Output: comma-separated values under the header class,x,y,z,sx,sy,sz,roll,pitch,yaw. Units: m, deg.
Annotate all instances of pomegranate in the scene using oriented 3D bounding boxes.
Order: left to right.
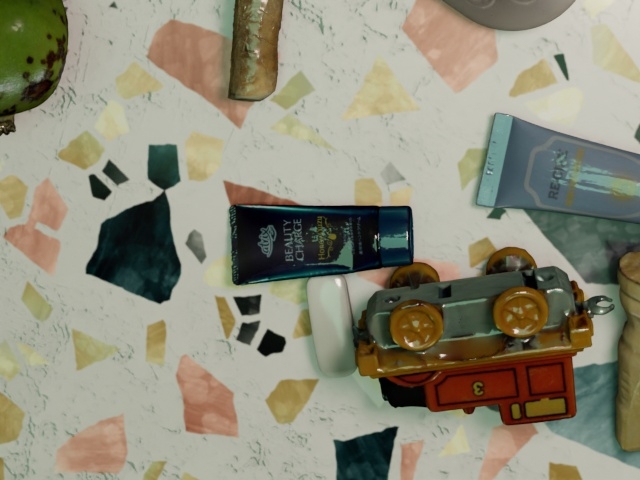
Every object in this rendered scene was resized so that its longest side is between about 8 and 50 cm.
class,x,y,z,sx,sy,sz,roll,pitch,yaw
pomegranate,-0.466,-0.264,1.592,0.254,0.254,0.270,-5,112,8

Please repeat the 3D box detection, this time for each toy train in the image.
class,x,y,z,sx,sy,sz,roll,pitch,yaw
toy train,0.232,0.146,1.643,0.369,0.163,0.231,-8,110,8

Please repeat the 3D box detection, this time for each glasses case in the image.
class,x,y,z,sx,sy,sz,roll,pitch,yaw
glasses case,0.018,0.124,1.717,0.063,0.041,0.164,-8,102,10

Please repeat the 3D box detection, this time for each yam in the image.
class,x,y,z,sx,sy,sz,roll,pitch,yaw
yam,-0.078,-0.367,1.600,0.081,0.081,0.357,8,105,5

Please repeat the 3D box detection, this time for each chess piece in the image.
class,x,y,z,sx,sy,sz,roll,pitch,yaw
chess piece,0.481,0.168,1.646,0.137,0.137,0.301,1,116,7

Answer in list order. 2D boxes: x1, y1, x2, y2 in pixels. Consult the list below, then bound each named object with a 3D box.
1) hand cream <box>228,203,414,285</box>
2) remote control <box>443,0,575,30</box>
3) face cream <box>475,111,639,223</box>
class,x,y,z,sx,sy,sz,roll,pitch,yaw
hand cream,0.000,0.000,1.683,0.270,0.061,0.120,-3,87,13
remote control,0.198,-0.408,1.520,0.332,0.103,0.221,35,134,-1
face cream,0.417,-0.075,1.606,0.385,0.086,0.135,12,104,9
